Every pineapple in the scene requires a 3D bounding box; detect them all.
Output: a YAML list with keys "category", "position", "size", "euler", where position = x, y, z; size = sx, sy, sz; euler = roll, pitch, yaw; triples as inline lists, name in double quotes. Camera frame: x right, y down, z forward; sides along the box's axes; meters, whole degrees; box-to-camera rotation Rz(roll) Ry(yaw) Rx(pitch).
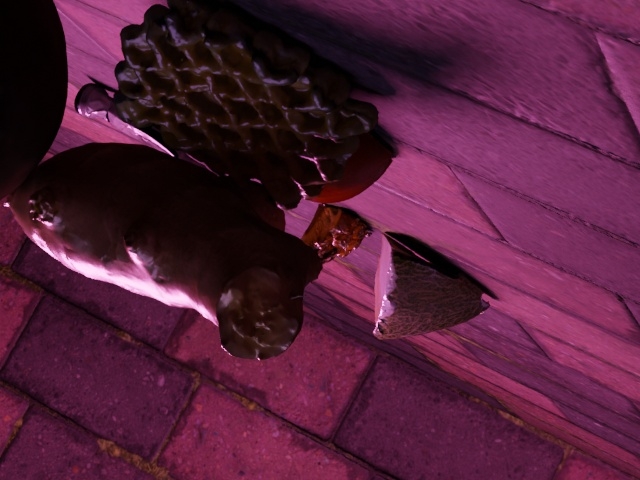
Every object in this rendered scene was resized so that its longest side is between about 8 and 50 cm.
- category: "pineapple"
  position: [0.000, 0.000, 2.098]
  size: [0.077, 0.114, 0.114]
  euler: [46, 172, 11]

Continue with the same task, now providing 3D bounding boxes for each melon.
- category: "melon"
  position: [0.115, 0.070, 2.091]
  size: [0.202, 0.139, 0.093]
  euler: [30, -164, -38]

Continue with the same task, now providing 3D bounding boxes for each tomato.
- category: "tomato"
  position: [-0.043, -0.095, 1.579]
  size: [0.225, 0.085, 0.225]
  euler: [25, 172, 4]

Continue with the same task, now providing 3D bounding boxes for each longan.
- category: "longan"
  position: [-0.375, -0.162, 1.483]
  size: [0.319, 0.319, 0.319]
  euler: [28, 174, 3]

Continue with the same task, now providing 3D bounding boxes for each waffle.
- category: "waffle"
  position: [-0.069, -0.122, 1.411]
  size: [0.223, 0.054, 0.204]
  euler: [30, 151, -7]

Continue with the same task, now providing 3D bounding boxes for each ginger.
- category: "ginger"
  position: [-0.115, 0.015, 1.520]
  size: [0.375, 0.166, 0.236]
  euler: [39, -172, 34]

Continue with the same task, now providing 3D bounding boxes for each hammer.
- category: "hammer"
  position: [-0.185, -0.106, 2.283]
  size: [0.152, 0.044, 0.427]
  euler: [25, 174, 22]
